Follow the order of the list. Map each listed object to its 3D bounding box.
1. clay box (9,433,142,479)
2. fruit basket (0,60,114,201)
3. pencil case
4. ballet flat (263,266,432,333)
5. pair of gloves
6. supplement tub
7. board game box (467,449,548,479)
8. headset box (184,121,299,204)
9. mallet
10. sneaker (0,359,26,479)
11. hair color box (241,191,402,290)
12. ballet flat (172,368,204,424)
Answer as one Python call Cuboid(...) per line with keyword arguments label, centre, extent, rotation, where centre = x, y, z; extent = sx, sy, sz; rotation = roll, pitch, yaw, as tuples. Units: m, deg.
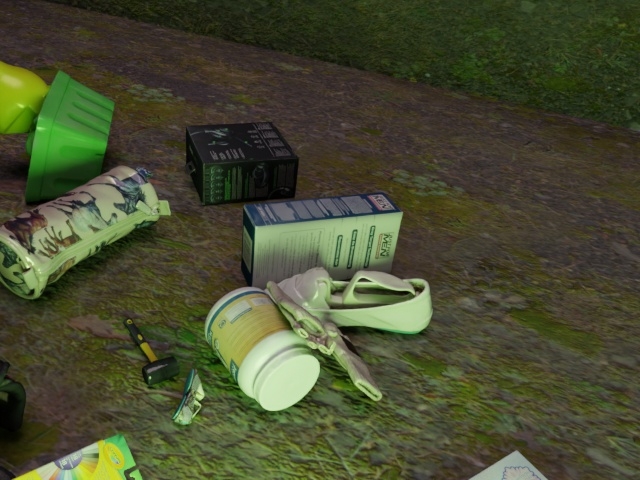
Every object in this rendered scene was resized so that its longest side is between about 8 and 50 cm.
Cuboid(label="clay box", centre=(-0.346, 0.359, 0.804), extent=(0.222, 0.053, 0.127), rotation=(-13, 71, -47))
Cuboid(label="fruit basket", centre=(-0.743, -0.303, 1.587), extent=(0.392, 0.283, 0.392), rotation=(19, 28, -10))
Cuboid(label="pencil case", centre=(-0.527, -0.028, 1.330), extent=(0.184, 0.159, 0.410), rotation=(7, 30, 27))
Cuboid(label="ballet flat", centre=(0.041, 0.114, 1.260), extent=(0.400, 0.139, 0.139), rotation=(3, 33, -7))
Cuboid(label="pair of gloves", centre=(0.009, 0.172, 1.104), extent=(0.240, 0.042, 0.204), rotation=(43, 1, -25))
Cuboid(label="supplement tub", centre=(-0.106, 0.192, 1.096), extent=(0.144, 0.144, 0.200), rotation=(-15, 39, -31))
Cuboid(label="board game box", centre=(0.271, 0.477, 0.814), extent=(0.319, 0.065, 0.318), rotation=(-16, 40, -32))
Cuboid(label="headset box", centre=(-0.237, -0.223, 1.713), extent=(0.283, 0.131, 0.246), rotation=(-7, 36, -22))
Cuboid(label="mallet", centre=(-0.321, 0.199, 1.146), extent=(0.062, 0.039, 0.189), rotation=(-11, 33, -26))
Cuboid(label="sneaker", centre=(-0.570, 0.239, 0.930), extent=(0.202, 0.185, 0.482), rotation=(-5, 44, -33))
Cuboid(label="hair color box", centre=(0.000, 0.000, 1.385), extent=(0.347, 0.173, 0.105), rotation=(-6, 34, -21))
Cuboid(label="ballet flat", centre=(-0.223, 0.274, 1.054), extent=(0.041, 0.041, 0.114), rotation=(8, 33, 0))
